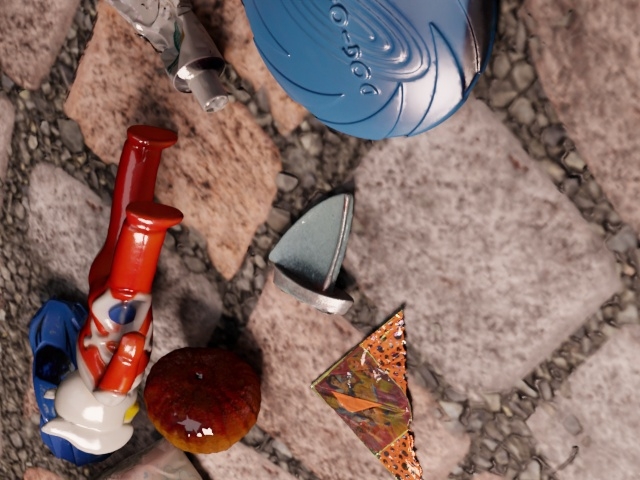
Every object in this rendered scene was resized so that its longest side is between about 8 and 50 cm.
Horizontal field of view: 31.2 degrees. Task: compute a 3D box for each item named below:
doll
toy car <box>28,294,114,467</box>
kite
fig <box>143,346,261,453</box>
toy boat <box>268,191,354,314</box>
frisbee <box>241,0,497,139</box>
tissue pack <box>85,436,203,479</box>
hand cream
[{"bbox_3d":[-0.206,0.079,1.165,0.099,0.188,0.384,10,129,-17],"label":"doll"},{"bbox_3d":[-0.291,0.167,1.327,0.103,0.063,0.216,14,120,31],"label":"toy car"},{"bbox_3d":[0.040,0.154,1.114,0.125,0.008,0.222,9,118,33],"label":"kite"},{"bbox_3d":[-0.105,0.167,1.186,0.119,0.153,0.119,-9,71,28],"label":"fig"},{"bbox_3d":[0.000,-0.001,1.054,0.096,0.034,0.122,26,117,24],"label":"toy boat"},{"bbox_3d":[0.026,-0.191,0.921,0.242,0.045,0.242,18,124,29],"label":"frisbee"},{"bbox_3d":[-0.178,0.381,1.320,0.201,0.124,0.271,-33,91,39],"label":"tissue pack"},{"bbox_3d":[-0.165,-0.216,1.045,0.257,0.050,0.084,48,130,14],"label":"hand cream"}]
